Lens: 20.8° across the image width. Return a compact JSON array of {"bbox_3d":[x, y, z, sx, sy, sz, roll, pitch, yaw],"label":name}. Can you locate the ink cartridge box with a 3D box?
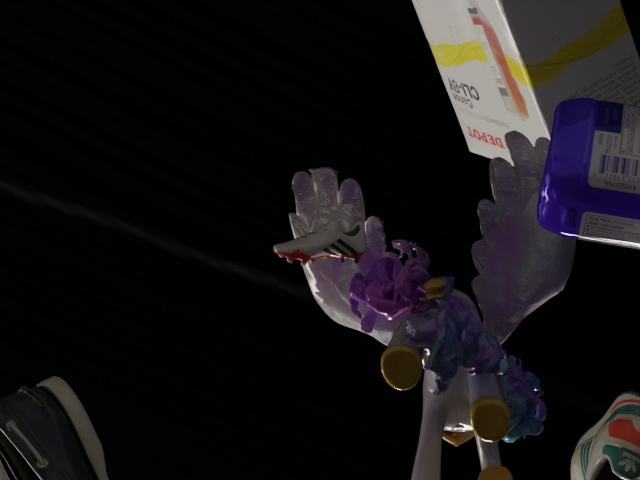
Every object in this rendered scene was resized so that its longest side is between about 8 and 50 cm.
[{"bbox_3d":[0.247,-0.286,2.200,0.160,0.384,0.279,-30,-158,-14],"label":"ink cartridge box"}]

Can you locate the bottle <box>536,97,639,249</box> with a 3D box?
[{"bbox_3d":[0.319,-0.040,1.389,0.092,0.283,0.118,91,10,-49],"label":"bottle"}]

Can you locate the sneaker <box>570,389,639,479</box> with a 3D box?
[{"bbox_3d":[0.207,0.174,1.265,0.075,0.057,0.161,-58,171,-31],"label":"sneaker"}]

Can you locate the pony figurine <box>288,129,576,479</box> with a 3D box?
[{"bbox_3d":[0.126,0.095,1.794,0.363,0.303,0.350,-78,161,-68],"label":"pony figurine"}]

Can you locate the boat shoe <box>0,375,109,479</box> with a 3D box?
[{"bbox_3d":[-0.193,0.235,1.402,0.079,0.254,0.095,-23,179,-28],"label":"boat shoe"}]

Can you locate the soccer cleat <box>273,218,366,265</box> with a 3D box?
[{"bbox_3d":[0.000,0.000,1.416,0.029,0.083,0.035,34,-60,59],"label":"soccer cleat"}]

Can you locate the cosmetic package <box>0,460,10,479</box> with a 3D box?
[{"bbox_3d":[-0.517,0.358,1.854,0.156,0.385,0.217,57,-36,21],"label":"cosmetic package"}]
